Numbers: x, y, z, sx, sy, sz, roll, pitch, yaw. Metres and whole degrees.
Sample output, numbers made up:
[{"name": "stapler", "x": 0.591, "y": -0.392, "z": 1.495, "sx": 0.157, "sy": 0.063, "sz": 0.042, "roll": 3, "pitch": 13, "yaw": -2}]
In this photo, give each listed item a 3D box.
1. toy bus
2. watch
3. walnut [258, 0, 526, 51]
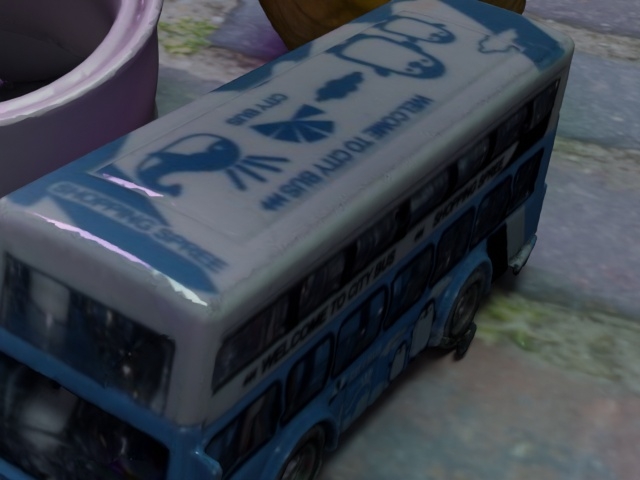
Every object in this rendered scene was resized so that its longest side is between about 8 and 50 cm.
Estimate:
[{"name": "toy bus", "x": 0.000, "y": 0.000, "z": 0.463, "sx": 0.106, "sy": 0.131, "sz": 0.297, "roll": 24, "pitch": 35, "yaw": 23}, {"name": "watch", "x": -0.157, "y": -0.097, "z": 0.559, "sx": 0.248, "sy": 0.211, "sz": 0.218, "roll": -19, "pitch": 59, "yaw": -24}, {"name": "walnut", "x": 0.037, "y": -0.180, "z": 0.724, "sx": 0.165, "sy": 0.165, "sz": 0.197, "roll": -11, "pitch": 41, "yaw": -28}]
